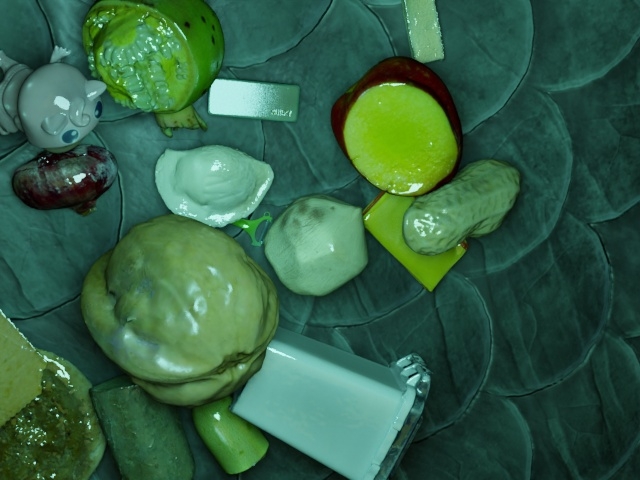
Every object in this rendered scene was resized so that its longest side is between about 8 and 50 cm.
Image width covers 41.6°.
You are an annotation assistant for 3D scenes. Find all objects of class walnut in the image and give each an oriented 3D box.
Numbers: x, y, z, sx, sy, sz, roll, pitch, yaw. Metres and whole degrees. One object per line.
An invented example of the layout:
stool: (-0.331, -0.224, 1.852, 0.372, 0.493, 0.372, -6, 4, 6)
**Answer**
walnut: (-0.262, 0.134, 1.609, 0.384, 0.383, 0.383, -2, 102, -10)

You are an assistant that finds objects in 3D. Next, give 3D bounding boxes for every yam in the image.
yam: (-0.366, 0.393, 1.751, 0.161, 0.161, 0.267, -18, 104, -7)

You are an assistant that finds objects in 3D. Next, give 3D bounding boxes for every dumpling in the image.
dumpling: (-0.211, -0.109, 1.693, 0.216, 0.126, 0.166, 4, 93, -28)

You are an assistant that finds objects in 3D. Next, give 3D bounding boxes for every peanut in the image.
peanut: (0.293, -0.068, 1.753, 0.313, 0.152, 0.152, -29, 107, -33)

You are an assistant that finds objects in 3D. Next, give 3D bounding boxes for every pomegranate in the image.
pomegranate: (-0.301, -0.335, 1.586, 0.261, 0.260, 0.340, -20, 135, -6)

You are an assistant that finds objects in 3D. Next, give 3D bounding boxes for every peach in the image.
peach: (0.172, -0.227, 1.686, 0.274, 0.249, 0.245, 53, 49, -10)

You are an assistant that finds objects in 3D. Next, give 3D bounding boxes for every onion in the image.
onion: (-0.497, -0.112, 1.655, 0.206, 0.098, 0.151, -25, 103, -5)

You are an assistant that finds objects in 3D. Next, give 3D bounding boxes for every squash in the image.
squash: (-0.205, 0.397, 1.809, 0.123, 0.123, 0.186, -33, 100, -3)

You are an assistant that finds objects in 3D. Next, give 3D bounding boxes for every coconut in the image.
coconut: (0.000, 0.000, 1.721, 0.224, 0.224, 0.224, -2, 102, -10)

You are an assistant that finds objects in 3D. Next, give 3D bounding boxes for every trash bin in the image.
trash bin: (0.021, 0.319, 1.778, 0.368, 0.256, 0.295, 27, 97, -6)

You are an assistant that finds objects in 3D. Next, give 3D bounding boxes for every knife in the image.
knife: (-0.183, -0.048, 1.767, 0.166, 0.022, 0.078, 22, 91, -15)

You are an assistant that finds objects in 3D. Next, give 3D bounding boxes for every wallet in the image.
wallet: (0.200, -0.016, 1.828, 0.241, 0.067, 0.141, 44, 86, -20)

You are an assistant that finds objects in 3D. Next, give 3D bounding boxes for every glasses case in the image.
glasses case: (-0.137, -0.287, 1.717, 0.184, 0.039, 0.077, 3, 101, -11)

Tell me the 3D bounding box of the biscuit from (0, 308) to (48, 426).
biscuit: (-0.684, 0.263, 1.680, 0.237, 0.013, 0.232, -40, 99, -6)

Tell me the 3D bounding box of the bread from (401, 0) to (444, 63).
bread: (0.213, -0.445, 1.757, 0.068, 0.028, 0.153, -16, 105, -7)

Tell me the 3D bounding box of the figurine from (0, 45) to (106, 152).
figurine: (-0.511, -0.254, 1.569, 0.176, 0.288, 0.186, -62, 146, -23)

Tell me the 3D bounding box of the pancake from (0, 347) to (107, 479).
pancake: (-0.627, 0.396, 1.747, 0.383, 0.071, 0.382, -2, 100, -10)
